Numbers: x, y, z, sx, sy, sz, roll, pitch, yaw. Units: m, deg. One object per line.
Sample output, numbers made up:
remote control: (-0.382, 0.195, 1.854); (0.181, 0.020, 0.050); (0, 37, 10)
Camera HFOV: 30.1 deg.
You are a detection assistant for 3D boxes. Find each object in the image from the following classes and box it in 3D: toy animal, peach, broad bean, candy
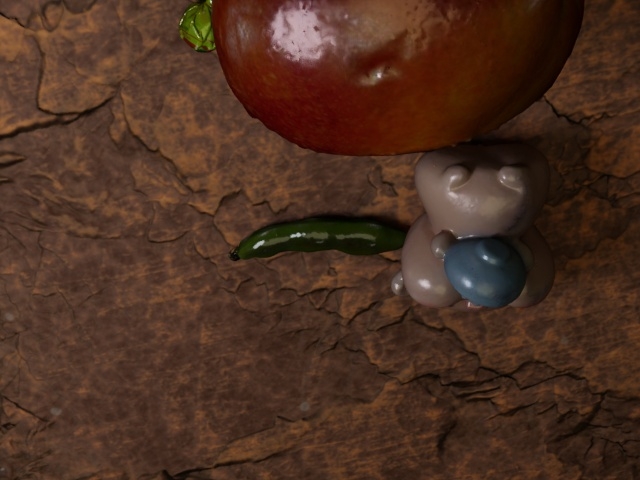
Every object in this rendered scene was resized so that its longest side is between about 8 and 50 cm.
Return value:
toy animal: (0.200, -0.018, 1.547); (0.210, 0.229, 0.221); (1, 85, 1)
peach: (0.082, -0.282, 1.272); (0.406, 0.335, 0.310); (-6, 137, 3)
broad bean: (-0.001, -0.003, 1.622); (0.254, 0.046, 0.065); (-4, 129, 1)
candy: (-0.120, -0.317, 1.420); (0.062, 0.058, 0.194); (24, 112, 11)
